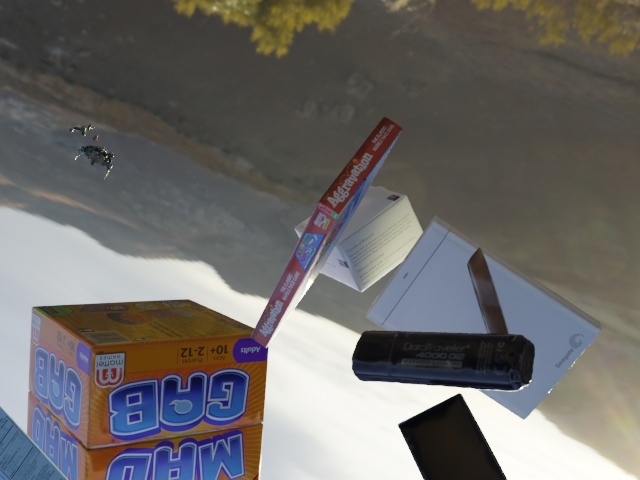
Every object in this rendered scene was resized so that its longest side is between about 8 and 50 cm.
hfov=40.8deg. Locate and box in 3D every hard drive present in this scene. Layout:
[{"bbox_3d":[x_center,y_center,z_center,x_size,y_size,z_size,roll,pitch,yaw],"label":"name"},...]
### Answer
[{"bbox_3d":[0.292,0.145,1.569,0.353,0.233,0.047,33,-157,0],"label":"hard drive"}]

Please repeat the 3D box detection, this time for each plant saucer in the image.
[{"bbox_3d":[0.251,0.094,1.285,0.029,0.168,0.168,-17,171,7],"label":"plant saucer"}]

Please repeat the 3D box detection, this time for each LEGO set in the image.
[{"bbox_3d":[-0.288,-0.118,1.101,0.054,0.023,0.083,11,135,5],"label":"LEGO set"}]

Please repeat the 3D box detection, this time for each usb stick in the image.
[{"bbox_3d":[0.156,0.160,1.161,0.278,0.077,0.045,-4,150,43],"label":"usb stick"}]

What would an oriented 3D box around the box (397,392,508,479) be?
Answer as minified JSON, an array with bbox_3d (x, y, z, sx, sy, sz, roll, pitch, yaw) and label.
[{"bbox_3d":[0.212,0.359,1.142,0.261,0.103,0.184,64,-176,29],"label":"box"}]

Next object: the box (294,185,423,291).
[{"bbox_3d":[0.079,-0.012,1.714,0.181,0.182,0.119,22,143,59],"label":"box"}]

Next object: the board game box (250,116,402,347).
[{"bbox_3d":[0.000,0.000,0.945,0.027,0.145,0.281,32,142,3],"label":"board game box"}]

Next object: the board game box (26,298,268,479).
[{"bbox_3d":[-0.352,0.329,1.710,0.356,0.356,0.356,-1,-172,-35],"label":"board game box"}]

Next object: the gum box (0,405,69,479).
[{"bbox_3d":[-0.294,0.190,0.727,0.157,0.041,0.184,3,135,28],"label":"gum box"}]
